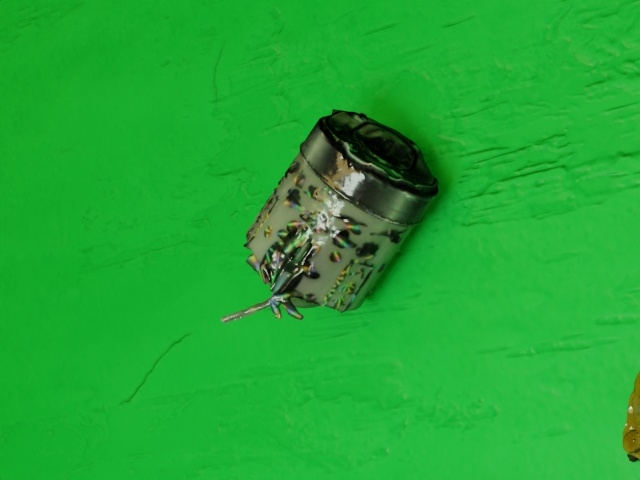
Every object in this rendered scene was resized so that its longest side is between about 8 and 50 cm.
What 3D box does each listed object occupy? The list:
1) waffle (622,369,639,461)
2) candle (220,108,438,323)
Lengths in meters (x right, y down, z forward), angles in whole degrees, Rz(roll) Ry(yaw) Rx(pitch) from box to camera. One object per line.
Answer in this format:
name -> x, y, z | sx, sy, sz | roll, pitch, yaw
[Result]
waffle -> 0.494, 0.181, 1.619 | 0.380, 0.095, 0.382 | 27, 99, 40
candle -> 0.000, 0.000, 2.025 | 0.330, 0.187, 0.187 | -56, 50, 18
